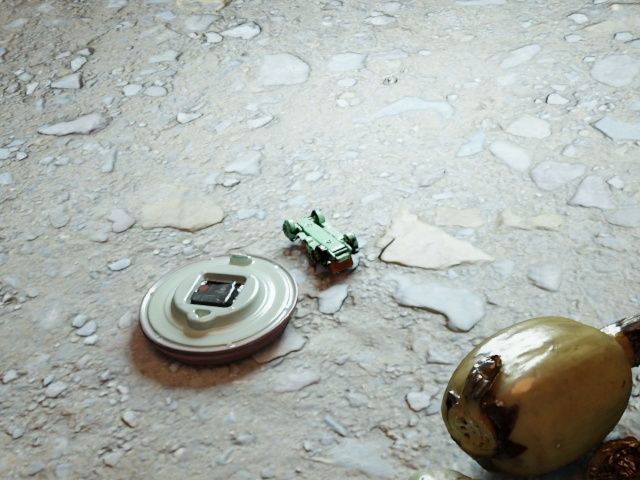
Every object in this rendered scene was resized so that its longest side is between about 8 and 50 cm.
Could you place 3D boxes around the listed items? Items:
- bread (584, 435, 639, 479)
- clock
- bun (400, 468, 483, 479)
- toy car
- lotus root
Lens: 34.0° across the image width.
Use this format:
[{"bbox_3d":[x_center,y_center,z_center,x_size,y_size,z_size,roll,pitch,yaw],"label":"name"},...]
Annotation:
[{"bbox_3d":[0.372,0.270,1.226,0.113,0.060,0.082,25,50,40],"label":"bread"},{"bbox_3d":[-0.154,0.094,1.579,0.244,0.056,0.244,-6,37,4],"label":"clock"},{"bbox_3d":[0.125,0.322,1.169,0.183,0.102,0.183,-7,34,5],"label":"bun"},{"bbox_3d":[0.000,0.000,1.679,0.073,0.054,0.143,-24,35,-23],"label":"toy car"},{"bbox_3d":[0.292,0.173,1.286,0.310,0.182,0.183,-25,39,-26],"label":"lotus root"}]
